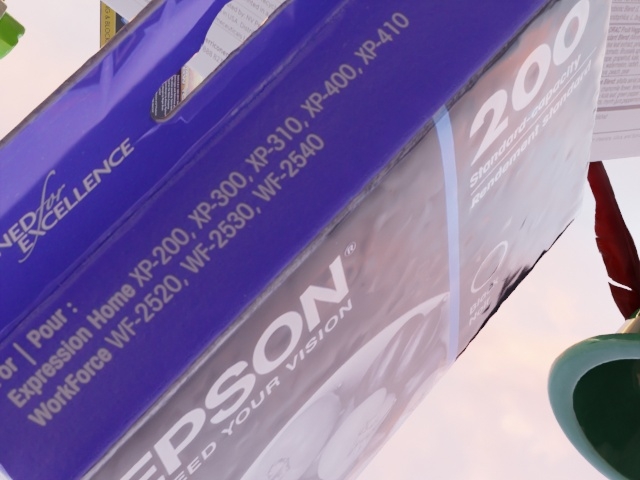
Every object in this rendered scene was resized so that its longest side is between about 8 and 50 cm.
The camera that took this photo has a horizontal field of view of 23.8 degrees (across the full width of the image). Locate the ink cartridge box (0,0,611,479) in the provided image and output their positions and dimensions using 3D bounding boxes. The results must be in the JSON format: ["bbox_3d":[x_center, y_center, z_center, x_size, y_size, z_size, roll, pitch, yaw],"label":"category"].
[{"bbox_3d":[0.000,0.000,0.395,0.045,0.206,0.208,35,160,24],"label":"ink cartridge box"}]

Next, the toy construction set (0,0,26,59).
[{"bbox_3d":[-0.308,-0.071,0.962,0.151,0.327,0.215,27,167,-28],"label":"toy construction set"}]

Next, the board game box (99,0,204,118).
[{"bbox_3d":[-0.075,-0.145,0.820,0.048,0.170,0.141,7,-161,11],"label":"board game box"}]

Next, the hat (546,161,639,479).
[{"bbox_3d":[0.256,0.053,1.016,0.173,0.208,0.183,-9,-142,41],"label":"hat"}]

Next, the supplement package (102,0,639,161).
[{"bbox_3d":[0.055,-0.187,0.584,0.198,0.262,0.199,-8,-143,-44],"label":"supplement package"}]
